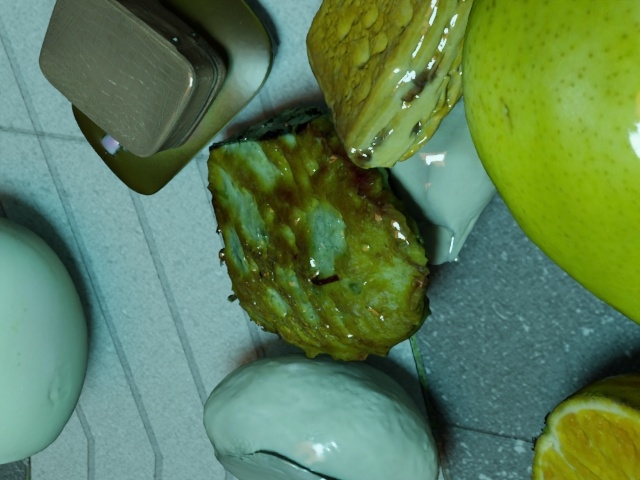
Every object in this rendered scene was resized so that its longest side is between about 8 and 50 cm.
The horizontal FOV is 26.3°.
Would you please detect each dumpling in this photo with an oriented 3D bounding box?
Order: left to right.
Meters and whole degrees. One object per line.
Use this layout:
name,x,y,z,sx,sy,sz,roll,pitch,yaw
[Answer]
dumpling,0.113,-0.100,1.429,0.166,0.126,0.216,31,151,40

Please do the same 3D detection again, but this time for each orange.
orange,0.354,0.268,1.460,0.274,0.274,0.310,6,165,23

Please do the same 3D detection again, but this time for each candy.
candy,0.007,0.234,1.648,0.295,0.185,0.295,23,162,8

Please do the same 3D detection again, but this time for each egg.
egg,-0.436,0.127,1.736,0.283,0.283,0.345,18,120,15

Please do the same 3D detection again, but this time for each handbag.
handbag,-0.205,-0.184,1.462,0.193,0.072,0.151,37,120,14

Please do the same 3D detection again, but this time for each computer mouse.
computer mouse,-0.174,-0.168,1.539,0.158,0.072,0.310,51,130,-1

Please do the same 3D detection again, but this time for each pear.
pear,0.301,-0.123,1.155,0.362,0.362,0.418,-9,111,31

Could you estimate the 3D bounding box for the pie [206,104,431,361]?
pie,0.000,0.000,1.504,0.354,0.103,0.288,-10,110,54

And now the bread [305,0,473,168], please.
bread,0.081,-0.207,1.324,0.099,0.210,0.235,9,129,-28
